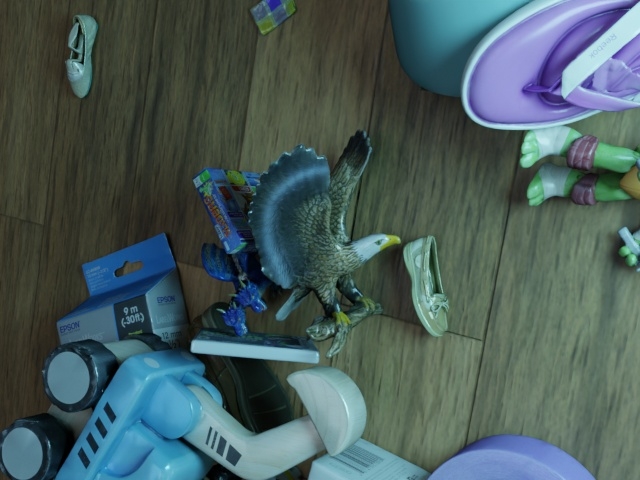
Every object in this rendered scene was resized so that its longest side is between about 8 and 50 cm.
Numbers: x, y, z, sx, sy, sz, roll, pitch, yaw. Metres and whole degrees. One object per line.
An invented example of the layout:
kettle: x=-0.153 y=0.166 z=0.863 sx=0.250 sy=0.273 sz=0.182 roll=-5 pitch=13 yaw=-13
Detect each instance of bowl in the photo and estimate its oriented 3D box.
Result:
bowl: x=0.209 y=-0.360 z=0.941 sx=0.312 sy=0.163 sz=0.311 roll=-17 pitch=54 yaw=24

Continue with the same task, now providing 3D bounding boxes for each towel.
towel: x=-0.083 y=-0.403 z=1.268 sx=0.083 sy=0.009 sz=0.060 roll=-27 pitch=77 yaw=28

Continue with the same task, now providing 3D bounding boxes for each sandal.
sandal: x=0.372 y=-0.218 z=0.840 sx=0.417 sy=0.102 sz=0.169 roll=-12 pitch=122 yaw=3

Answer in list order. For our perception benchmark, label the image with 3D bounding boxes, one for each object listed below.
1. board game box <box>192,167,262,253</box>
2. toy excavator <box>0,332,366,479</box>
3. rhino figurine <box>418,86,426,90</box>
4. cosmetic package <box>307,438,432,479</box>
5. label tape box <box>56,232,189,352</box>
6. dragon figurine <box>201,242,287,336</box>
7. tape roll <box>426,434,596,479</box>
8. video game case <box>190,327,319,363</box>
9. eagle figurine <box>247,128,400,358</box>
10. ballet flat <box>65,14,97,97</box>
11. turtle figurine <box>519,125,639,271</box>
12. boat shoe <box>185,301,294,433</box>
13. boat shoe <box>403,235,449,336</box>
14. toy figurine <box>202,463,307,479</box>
board game box: x=-0.106 y=-0.047 z=1.176 sx=0.035 sy=0.201 sz=0.136 roll=-34 pitch=74 yaw=27
toy excavator: x=-0.204 y=0.295 z=1.128 sx=0.445 sy=0.222 sz=0.432 roll=34 pitch=98 yaw=18
rhino figurine: x=0.250 y=-0.249 z=1.019 sx=0.243 sy=0.106 sz=0.073 roll=-10 pitch=85 yaw=30
cosmetic package: x=0.062 y=0.432 z=1.115 sx=0.152 sy=0.151 sz=0.183 roll=20 pitch=101 yaw=28
label tape box: x=-0.376 y=0.185 z=1.390 sx=0.249 sy=0.115 sz=0.347 roll=-18 pitch=83 yaw=28
dragon figurine: x=-0.141 y=0.030 z=1.216 sx=0.085 sy=0.144 sz=0.289 roll=-30 pitch=61 yaw=13
tape roll: x=0.273 y=0.422 z=1.027 sx=0.275 sy=0.090 sz=0.274 roll=1 pitch=92 yaw=31
video game case: x=-0.103 y=0.164 z=1.150 sx=0.191 sy=0.173 sz=0.022 roll=6 pitch=89 yaw=-5
eagle figurine: x=0.011 y=-0.004 z=1.110 sx=0.225 sy=0.226 sz=0.298 roll=-20 pitch=98 yaw=-10
ballet flat: x=-0.499 y=-0.379 z=1.486 sx=0.057 sy=0.052 sz=0.168 roll=13 pitch=97 yaw=29
turtle figurine: x=0.376 y=-0.039 z=0.900 sx=0.266 sy=0.198 sz=0.274 roll=19 pitch=97 yaw=34
boat shoe: x=-0.143 y=0.262 z=1.266 sx=0.104 sy=0.111 sz=0.307 roll=-40 pitch=62 yaw=28
boat shoe: x=0.169 y=0.070 z=1.103 sx=0.048 sy=0.056 sz=0.152 roll=-21 pitch=73 yaw=33
toy figurine: x=-0.128 y=0.484 z=1.228 sx=0.210 sy=0.148 sz=0.212 roll=-1 pitch=90 yaw=30
